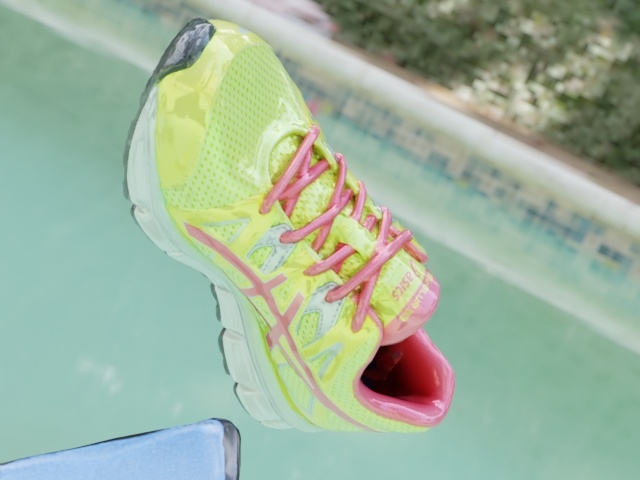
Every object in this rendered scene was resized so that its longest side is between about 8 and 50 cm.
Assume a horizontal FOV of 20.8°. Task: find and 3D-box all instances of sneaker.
[{"bbox_3d":[0.000,0.000,0.652,0.094,0.081,0.208,12,-34,33],"label":"sneaker"}]

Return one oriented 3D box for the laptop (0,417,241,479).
[{"bbox_3d":[-0.221,0.101,0.243,0.381,0.236,0.408,-12,-27,4],"label":"laptop"}]
